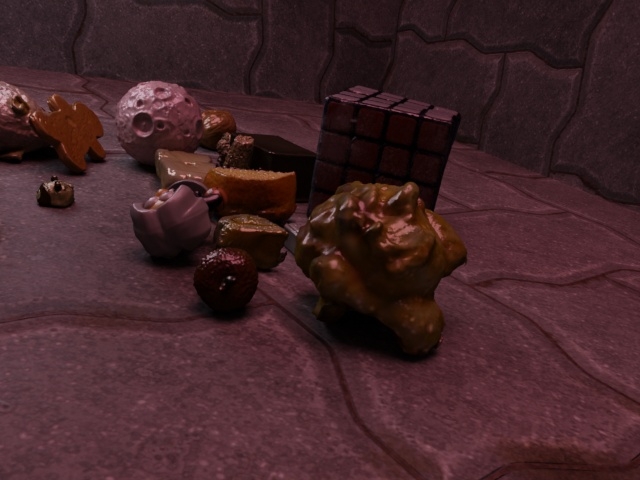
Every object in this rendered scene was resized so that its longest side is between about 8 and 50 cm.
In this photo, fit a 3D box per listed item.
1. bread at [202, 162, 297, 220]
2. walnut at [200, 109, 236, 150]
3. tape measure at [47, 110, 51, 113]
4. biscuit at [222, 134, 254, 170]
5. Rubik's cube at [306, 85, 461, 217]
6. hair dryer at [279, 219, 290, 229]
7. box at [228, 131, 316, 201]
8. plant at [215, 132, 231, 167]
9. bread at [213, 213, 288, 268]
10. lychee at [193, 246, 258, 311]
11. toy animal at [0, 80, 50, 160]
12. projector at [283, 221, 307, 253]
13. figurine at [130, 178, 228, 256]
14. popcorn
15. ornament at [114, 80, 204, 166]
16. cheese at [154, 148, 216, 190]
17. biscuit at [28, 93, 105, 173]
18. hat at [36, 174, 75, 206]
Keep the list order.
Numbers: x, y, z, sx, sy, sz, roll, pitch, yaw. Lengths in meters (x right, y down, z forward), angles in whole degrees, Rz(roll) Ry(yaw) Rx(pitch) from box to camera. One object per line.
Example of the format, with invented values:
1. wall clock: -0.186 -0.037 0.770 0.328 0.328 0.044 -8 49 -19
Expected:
1. bread: -0.166 -0.107 1.422 0.260 0.129 0.134 1 22 -19
2. walnut: -0.380 -0.397 2.076 0.166 0.149 0.166 -22 13 5
3. tape measure: -0.896 -0.369 1.801 0.145 0.081 0.125 13 23 2
4. biscuit: -0.235 -0.216 1.630 0.070 0.169 0.082 20 25 -6
5. Rubik's cube: 0.181 -0.220 1.617 0.343 0.345 0.337 17 21 9
6. hair dryer: -0.104 -0.019 1.392 0.083 0.031 0.079 -12 36 -20
7. box: -0.148 -0.223 1.732 0.184 0.143 0.273 -4 24 -36
8. plant: -0.301 -0.293 1.897 0.104 0.117 0.121 13 -5 -37
9. bread: -0.156 0.003 1.183 0.156 0.103 0.110 16 15 30
10. lychee: -0.161 0.065 0.999 0.114 0.114 0.146 8 6 -8
11. toy animal: -0.885 -0.336 1.556 0.358 0.189 0.226 9 16 -29
12. projector: 0.000 0.000 1.337 0.147 0.061 0.115 -1 22 -31
13. figurine: -0.286 -0.054 1.194 0.175 0.133 0.236 -22 13 8
14. popcorn: 0.116 0.018 1.046 0.325 0.290 0.321 -12 27 -7
15. ornament: -0.476 -0.340 1.706 0.259 0.260 0.225 14 12 6
16. cheese: -0.357 -0.172 1.556 0.158 0.093 0.263 -1 25 -22
17. biscuit: -0.699 -0.305 1.629 0.047 0.216 0.340 -28 29 9
18. hat: -0.602 -0.113 1.317 0.076 0.059 0.077 11 15 -14
